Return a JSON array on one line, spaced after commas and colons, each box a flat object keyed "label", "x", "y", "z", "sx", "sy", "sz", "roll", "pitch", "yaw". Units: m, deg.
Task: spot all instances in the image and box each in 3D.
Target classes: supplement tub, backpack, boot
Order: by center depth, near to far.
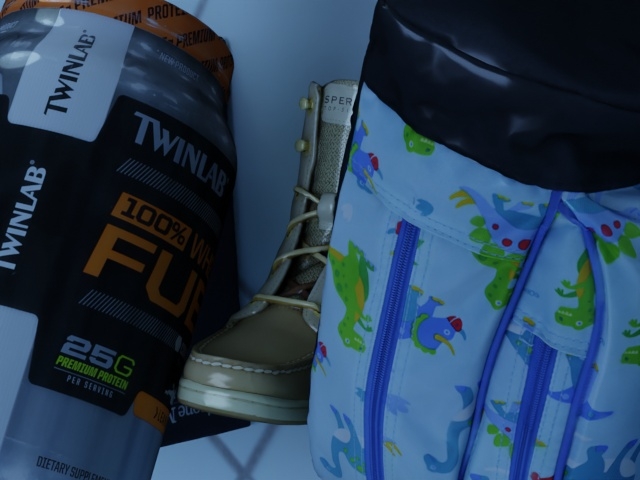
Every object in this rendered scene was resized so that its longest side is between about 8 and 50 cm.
[{"label": "backpack", "x": 0.120, "y": 0.028, "z": 0.785, "sx": 0.273, "sy": 0.290, "sz": 0.356, "roll": 39, "pitch": 128, "yaw": 16}, {"label": "supplement tub", "x": -0.165, "y": 0.013, "z": 0.874, "sx": 0.193, "sy": 0.193, "sz": 0.316, "roll": -2, "pitch": 67, "yaw": 44}, {"label": "boot", "x": 0.000, "y": 0.000, "z": 0.905, "sx": 0.095, "sy": 0.262, "sz": 0.204, "roll": 14, "pitch": 102, "yaw": 23}]

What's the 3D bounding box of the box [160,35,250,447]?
[{"label": "box", "x": -0.239, "y": 0.008, "z": 1.067, "sx": 0.179, "sy": 0.343, "sz": 0.313, "roll": -3, "pitch": 91, "yaw": 43}]
